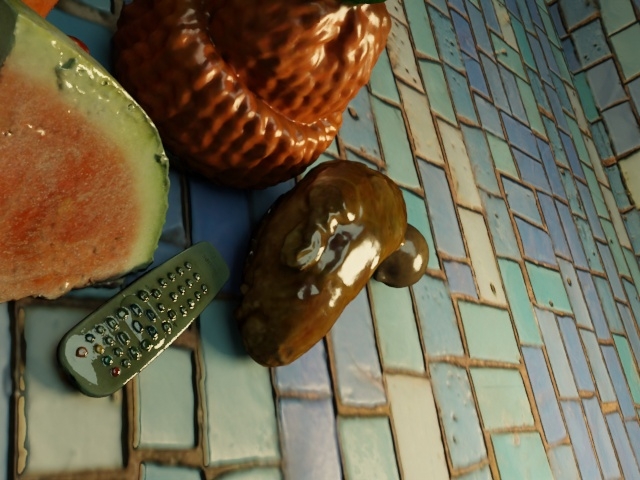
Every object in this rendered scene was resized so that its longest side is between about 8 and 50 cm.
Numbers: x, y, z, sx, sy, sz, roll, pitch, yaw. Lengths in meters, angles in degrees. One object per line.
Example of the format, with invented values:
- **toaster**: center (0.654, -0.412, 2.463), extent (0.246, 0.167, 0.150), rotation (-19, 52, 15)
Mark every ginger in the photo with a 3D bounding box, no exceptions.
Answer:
- **ginger**: center (0.000, 0.000, 0.804), extent (0.321, 0.165, 0.172), rotation (-47, 142, -41)

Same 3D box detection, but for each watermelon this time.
- **watermelon**: center (-0.245, -0.056, 0.543), extent (0.310, 0.231, 0.193), rotation (100, -30, -76)

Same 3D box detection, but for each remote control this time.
- **remote control**: center (-0.168, 0.070, 0.660), extent (0.072, 0.042, 0.222), rotation (56, 39, -9)

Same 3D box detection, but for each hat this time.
- **hat**: center (-0.022, -0.250, 0.735), extent (0.285, 0.400, 0.285), rotation (32, 43, -35)

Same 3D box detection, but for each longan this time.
- **longan**: center (0.109, 0.021, 0.975), extent (0.113, 0.092, 0.113), rotation (12, 72, -42)

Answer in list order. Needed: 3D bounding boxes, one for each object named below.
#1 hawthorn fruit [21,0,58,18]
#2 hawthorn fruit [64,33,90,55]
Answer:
- **hawthorn fruit**: center (-0.309, -0.268, 0.590), extent (0.189, 0.189, 0.189), rotation (28, 49, -37)
- **hawthorn fruit**: center (-0.261, -0.169, 0.663), extent (0.093, 0.093, 0.093), rotation (28, 49, -37)
